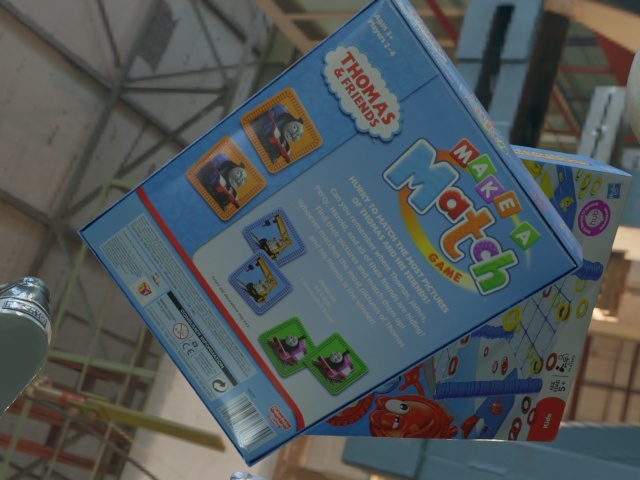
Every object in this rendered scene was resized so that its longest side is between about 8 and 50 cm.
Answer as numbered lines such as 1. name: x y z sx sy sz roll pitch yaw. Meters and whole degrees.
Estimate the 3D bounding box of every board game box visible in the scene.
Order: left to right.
1. board game box: 0.000 0.000 0.504 0.160 0.211 0.039 55 -157 -2
2. board game box: 0.135 0.050 1.003 0.302 0.086 0.308 6 -75 -24

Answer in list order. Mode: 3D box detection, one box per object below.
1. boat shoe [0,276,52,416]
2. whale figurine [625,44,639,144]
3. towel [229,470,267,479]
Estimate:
1. boat shoe: -0.274 0.118 0.742 0.078 0.219 0.070 39 -164 -23
2. whale figurine: 0.324 -0.097 0.574 0.141 0.272 0.216 49 -134 -30
3. towel: -0.001 0.355 0.797 0.121 0.235 0.283 -63 -11 -67
